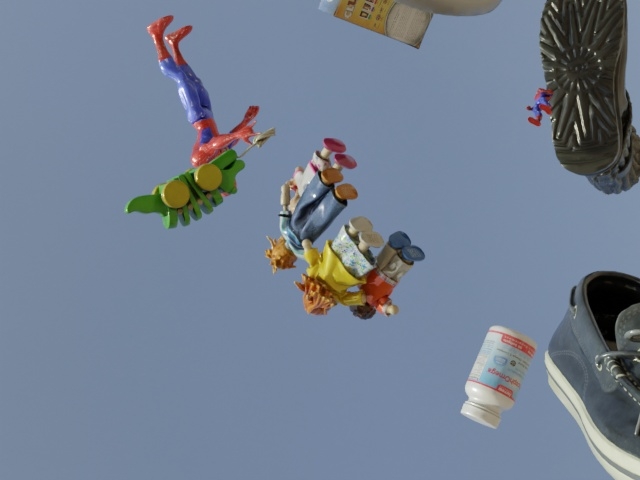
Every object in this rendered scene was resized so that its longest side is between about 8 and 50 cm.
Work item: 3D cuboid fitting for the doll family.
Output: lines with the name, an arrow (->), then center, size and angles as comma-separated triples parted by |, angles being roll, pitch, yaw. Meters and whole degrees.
doll family -> 0.000, 0.000, 1.179 | 0.118, 0.163, 0.263 | -8, -125, -41

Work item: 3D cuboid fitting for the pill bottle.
pill bottle -> 0.299, 0.232, 1.546 | 0.087, 0.087, 0.160 | 31, -103, -28

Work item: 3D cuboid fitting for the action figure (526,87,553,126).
action figure -> 0.307, -0.192, 1.274 | 0.030, 0.038, 0.115 | 34, -153, 1

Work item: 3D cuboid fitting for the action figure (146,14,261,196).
action figure -> -0.151, -0.207, 1.346 | 0.091, 0.139, 0.280 | 5, -114, -67

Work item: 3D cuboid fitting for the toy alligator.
toy alligator -> -0.116, -0.058, 0.970 | 0.189, 0.056, 0.051 | -30, -79, -22

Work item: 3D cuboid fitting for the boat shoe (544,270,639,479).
boat shoe -> 0.346, 0.137, 0.871 | 0.186, 0.500, 0.156 | 9, -80, -5

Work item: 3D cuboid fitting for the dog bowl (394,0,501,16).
dog bowl -> 0.073, -0.363, 0.799 | 0.348, 0.102, 0.349 | 18, -128, -24

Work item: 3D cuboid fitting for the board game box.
board game box -> 0.113, -0.397, 1.222 | 0.165, 0.042, 0.243 | 10, -70, -39

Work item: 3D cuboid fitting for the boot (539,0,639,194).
boot -> 0.456, -0.255, 1.505 | 0.260, 0.131, 0.348 | 3, -90, -60
